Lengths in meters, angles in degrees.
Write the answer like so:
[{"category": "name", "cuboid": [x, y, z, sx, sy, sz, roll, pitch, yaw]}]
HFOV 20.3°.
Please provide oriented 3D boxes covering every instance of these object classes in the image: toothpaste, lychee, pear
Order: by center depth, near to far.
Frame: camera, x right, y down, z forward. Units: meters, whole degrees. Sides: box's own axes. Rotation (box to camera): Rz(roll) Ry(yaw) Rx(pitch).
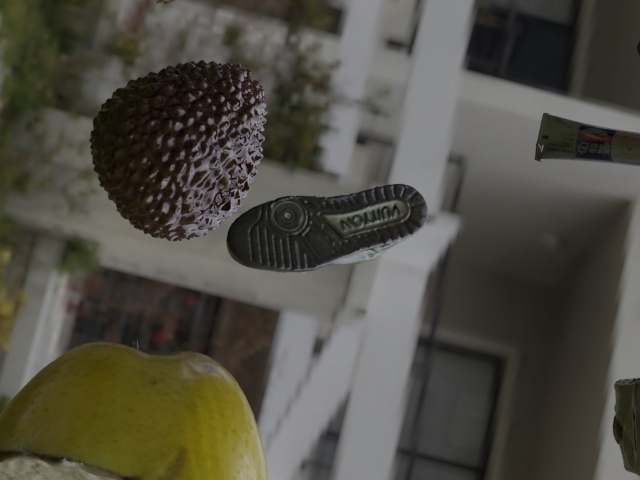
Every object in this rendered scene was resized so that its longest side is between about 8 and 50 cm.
[{"category": "pear", "cuboid": [-0.131, 0.165, 1.399, 0.267, 0.267, 0.178, 115, -2, -63]}, {"category": "toothpaste", "cuboid": [0.258, -0.083, 1.574, 0.170, 0.028, 0.045, 12, -86, 44]}, {"category": "lychee", "cuboid": [-0.187, -0.139, 2.509, 0.271, 0.271, 0.271, -165, -90, -85]}]

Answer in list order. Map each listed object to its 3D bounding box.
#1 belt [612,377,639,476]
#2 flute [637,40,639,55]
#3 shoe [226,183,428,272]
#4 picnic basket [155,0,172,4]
[{"category": "belt", "cuboid": [0.496, 0.232, 2.166, 0.184, 0.289, 0.164, 2, 83, -59]}, {"category": "flute", "cuboid": [0.437, -0.204, 2.051, 0.233, 0.027, 0.027, 33, -70, 62]}, {"category": "shoe", "cuboid": [-0.001, -0.002, 2.529, 0.149, 0.293, 0.109, 132, -55, -70]}, {"category": "picnic basket", "cuboid": [-0.168, -0.257, 1.717, 0.072, 0.083, 0.072, 170, -90, -89]}]
